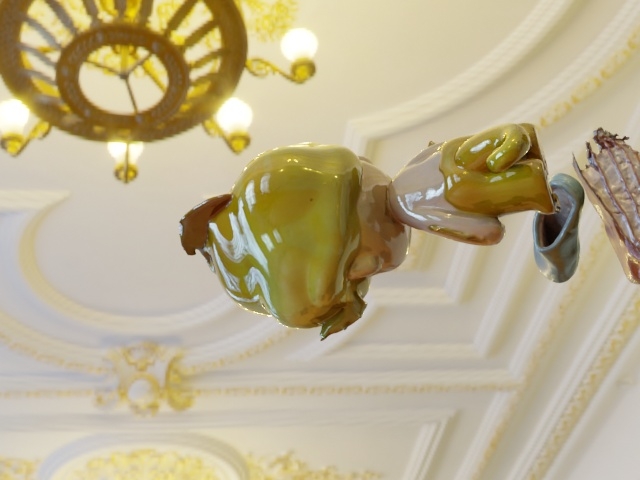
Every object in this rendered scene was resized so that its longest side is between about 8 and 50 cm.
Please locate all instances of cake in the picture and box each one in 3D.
[{"bbox_3d":[0.460,-0.036,1.380,0.098,0.287,0.135,-26,-8,1],"label":"cake"}]

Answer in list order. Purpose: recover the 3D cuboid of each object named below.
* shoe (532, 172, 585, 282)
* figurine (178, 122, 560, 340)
[{"bbox_3d":[0.338,-0.007,1.410,0.078,0.079,0.195,-30,-41,-30],"label":"shoe"},{"bbox_3d":[0.027,-0.015,0.629,0.246,0.156,0.131,-20,-47,18],"label":"figurine"}]
